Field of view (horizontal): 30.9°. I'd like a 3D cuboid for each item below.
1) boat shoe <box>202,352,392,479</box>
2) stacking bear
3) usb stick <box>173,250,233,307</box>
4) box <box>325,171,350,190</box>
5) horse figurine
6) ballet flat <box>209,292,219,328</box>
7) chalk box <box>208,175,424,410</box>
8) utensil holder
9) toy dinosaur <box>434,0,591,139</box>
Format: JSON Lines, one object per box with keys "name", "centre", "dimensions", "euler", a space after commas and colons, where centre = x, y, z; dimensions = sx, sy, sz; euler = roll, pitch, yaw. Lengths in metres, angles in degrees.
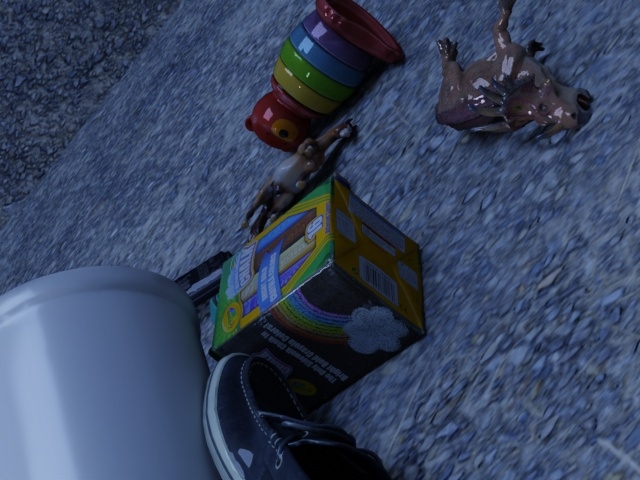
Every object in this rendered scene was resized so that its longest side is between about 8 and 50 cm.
{"name": "boat shoe", "centre": [-0.004, 0.278, 1.298], "dimensions": [0.156, 0.186, 0.500], "euler": [-46, 33, 11]}
{"name": "stacking bear", "centre": [-0.016, -0.284, 2.051], "dimensions": [0.289, 0.175, 0.164], "euler": [-51, 27, 21]}
{"name": "usb stick", "centre": [-0.264, 0.111, 2.005], "dimensions": [0.278, 0.045, 0.077], "euler": [-33, 36, 7]}
{"name": "box", "centre": [0.000, 0.000, 1.797], "dimensions": [0.136, 0.036, 0.225], "euler": [-43, 29, 19]}
{"name": "horse figurine", "centre": [-0.051, -0.096, 1.943], "dimensions": [0.263, 0.066, 0.174], "euler": [-50, 6, 23]}
{"name": "ballet flat", "centre": [-0.121, 0.141, 1.776], "dimensions": [0.247, 0.083, 0.087], "euler": [17, 89, 65]}
{"name": "chalk box", "centre": [-0.025, 0.091, 1.559], "dimensions": [0.289, 0.180, 0.179], "euler": [-36, 31, 29]}
{"name": "utensil holder", "centre": [-0.267, 0.277, 1.456], "dimensions": [0.327, 0.327, 0.385], "euler": [-42, 48, 22]}
{"name": "toy dinosaur", "centre": [0.226, -0.200, 1.582], "dimensions": [0.295, 0.127, 0.200], "euler": [-25, 44, 53]}
